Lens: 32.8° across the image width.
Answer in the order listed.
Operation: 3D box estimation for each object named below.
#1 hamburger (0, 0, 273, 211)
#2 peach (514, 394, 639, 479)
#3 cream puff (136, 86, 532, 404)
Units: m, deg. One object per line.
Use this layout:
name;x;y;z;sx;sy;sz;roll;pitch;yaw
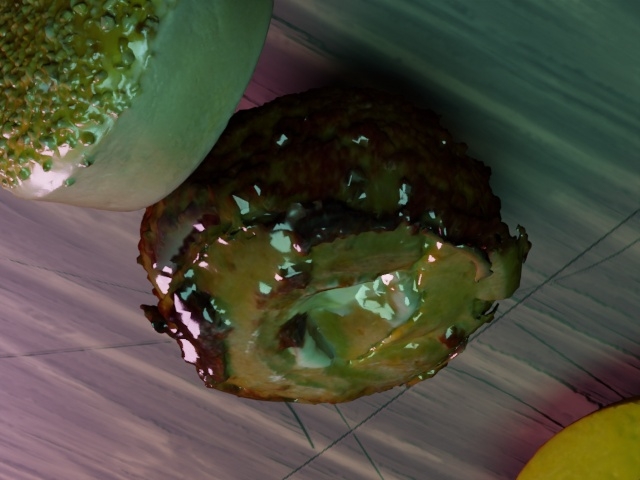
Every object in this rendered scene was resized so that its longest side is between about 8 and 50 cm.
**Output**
hamburger;-0.173;-0.165;0.859;0.170;0.302;0.302;27;124;-34
peach;0.353;0.343;1.175;0.306;0.242;0.380;24;111;-35
cream puff;-0.004;-0.002;0.981;0.350;0.228;0.350;-10;141;-8
